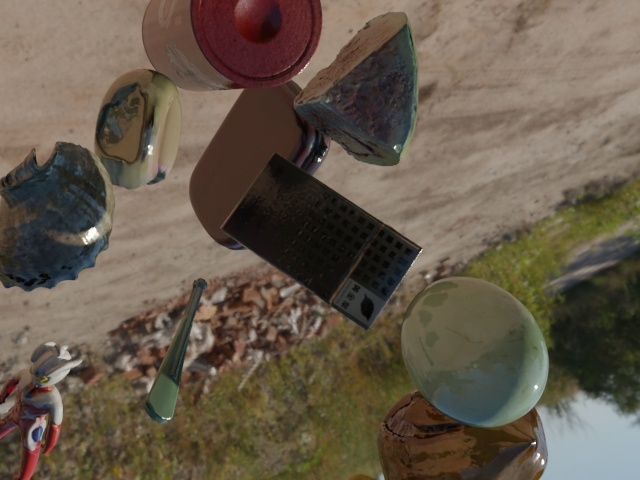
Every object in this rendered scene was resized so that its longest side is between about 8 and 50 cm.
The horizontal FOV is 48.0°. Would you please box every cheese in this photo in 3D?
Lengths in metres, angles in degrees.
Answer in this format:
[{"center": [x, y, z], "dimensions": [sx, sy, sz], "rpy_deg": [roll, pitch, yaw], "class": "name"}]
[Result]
[{"center": [-0.238, -0.147, 1.019], "dimensions": [0.082, 0.163, 0.286], "rpy_deg": [13, 180, 1], "class": "cheese"}]

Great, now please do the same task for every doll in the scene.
[{"center": [-0.648, 0.376, 1.616], "dimensions": [0.383, 0.188, 0.099], "rpy_deg": [-59, 163, 20], "class": "doll"}]

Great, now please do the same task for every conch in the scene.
[{"center": [-0.292, -0.031, 0.779], "dimensions": [0.155, 0.130, 0.207], "rpy_deg": [-61, 168, -46], "class": "conch"}]

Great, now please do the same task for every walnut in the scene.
[{"center": [0.197, 0.288, 0.984], "dimensions": [0.203, 0.203, 0.298], "rpy_deg": [-15, 170, -32], "class": "walnut"}]

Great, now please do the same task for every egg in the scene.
[{"center": [0.166, 0.119, 0.796], "dimensions": [0.150, 0.192, 0.149], "rpy_deg": [-7, 120, -13], "class": "egg"}]

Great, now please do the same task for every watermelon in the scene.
[{"center": [0.060, -0.257, 1.196], "dimensions": [0.201, 0.261, 0.213], "rpy_deg": [2, -171, -19], "class": "watermelon"}]

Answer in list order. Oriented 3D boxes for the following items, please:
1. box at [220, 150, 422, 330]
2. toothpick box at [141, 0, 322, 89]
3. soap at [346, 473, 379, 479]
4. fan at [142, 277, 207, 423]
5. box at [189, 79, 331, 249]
[{"center": [0.001, -0.001, 1.306], "dimensions": [0.180, 0.325, 0.047], "rpy_deg": [-55, 172, -5], "class": "box"}, {"center": [-0.156, -0.344, 1.161], "dimensions": [0.204, 0.204, 0.333], "rpy_deg": [-19, -162, -21], "class": "toothpick box"}, {"center": [0.049, 0.213, 0.589], "dimensions": [0.012, 0.034, 0.089], "rpy_deg": [30, 156, -35], "class": "soap"}, {"center": [-0.157, 0.114, 0.804], "dimensions": [0.016, 0.193, 0.038], "rpy_deg": [-19, 128, 26], "class": "fan"}, {"center": [-0.142, -0.169, 1.595], "dimensions": [0.108, 0.263, 0.404], "rpy_deg": [-2, 138, -51], "class": "box"}]
